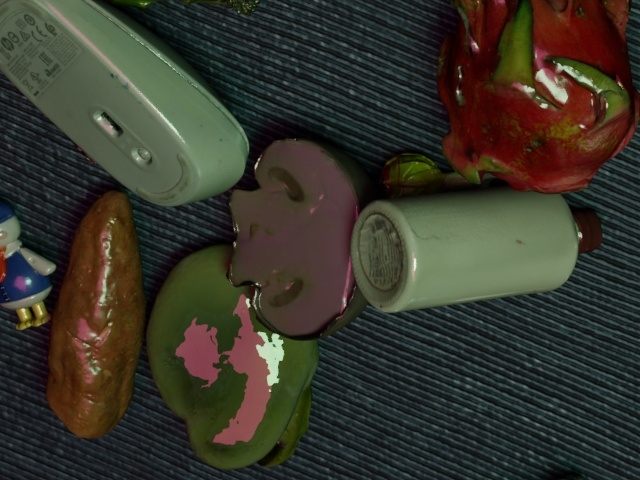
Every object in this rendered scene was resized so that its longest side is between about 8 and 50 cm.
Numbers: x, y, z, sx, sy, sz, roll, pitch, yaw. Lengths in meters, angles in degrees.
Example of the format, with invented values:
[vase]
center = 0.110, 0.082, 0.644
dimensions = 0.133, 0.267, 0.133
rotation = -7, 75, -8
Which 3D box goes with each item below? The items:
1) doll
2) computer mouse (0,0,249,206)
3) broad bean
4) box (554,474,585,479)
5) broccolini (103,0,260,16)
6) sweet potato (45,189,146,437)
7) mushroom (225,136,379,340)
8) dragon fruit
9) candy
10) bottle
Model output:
[doll]
center = -0.305, 0.018, 1.927
dimensions = 0.099, 0.057, 0.143
rotation = -10, 106, 34
[computer mouse]
center = -0.185, -0.150, 1.809
dimensions = 0.288, 0.097, 0.159
rotation = 44, 148, -8
[broad bean]
center = -0.081, 0.116, 1.910
dimensions = 0.169, 0.100, 0.228
rotation = -22, 105, 9
[box]
center = 0.206, 0.361, 1.936
dimensions = 0.135, 0.163, 0.243
rotation = -6, 112, 21
[broccolini]
center = -0.162, -0.231, 1.802
dimensions = 0.216, 0.058, 0.067
rotation = -4, 115, 11
[sweet potato]
center = -0.219, 0.070, 1.915
dimensions = 0.097, 0.097, 0.251
rotation = 8, 109, 5
[mushroom]
center = 0.000, 0.000, 1.833
dimensions = 0.141, 0.117, 0.188
rotation = 2, 88, 39
[dragon fruit]
center = 0.181, -0.169, 1.724
dimensions = 0.198, 0.200, 0.269
rotation = -21, 88, -7
[candy]
center = 0.151, -0.060, 1.832
dimensions = 0.194, 0.062, 0.058
rotation = -7, 151, 3
[bottle]
center = 0.153, 0.003, 1.778
dimensions = 0.245, 0.104, 0.104
rotation = -6, 117, -32
